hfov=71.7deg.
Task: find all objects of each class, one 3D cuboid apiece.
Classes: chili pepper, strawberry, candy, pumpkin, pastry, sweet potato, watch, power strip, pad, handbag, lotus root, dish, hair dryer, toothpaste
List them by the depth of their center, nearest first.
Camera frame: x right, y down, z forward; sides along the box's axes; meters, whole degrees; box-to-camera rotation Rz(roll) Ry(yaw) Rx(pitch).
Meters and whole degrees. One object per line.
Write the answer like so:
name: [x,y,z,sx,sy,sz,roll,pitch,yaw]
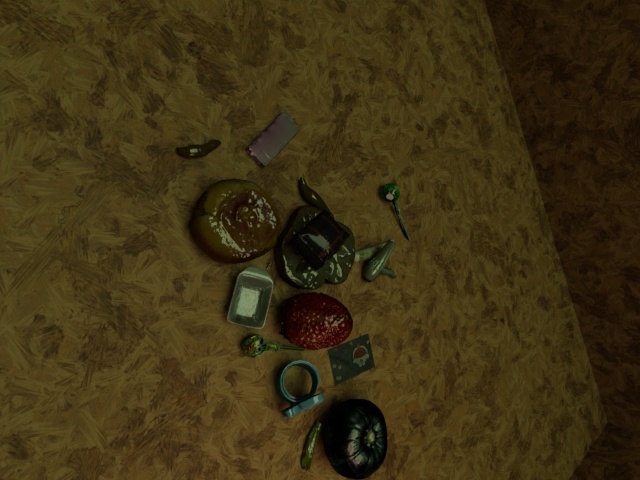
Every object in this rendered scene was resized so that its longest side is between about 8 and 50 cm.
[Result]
sweet potato: [-0.456,-0.348,1.697,0.182,0.054,0.053,-24,108,-35]
pastry: [-0.320,-0.069,1.700,0.356,0.164,0.356,6,77,-30]
dish: [-0.277,0.221,1.744,0.154,0.064,0.234,18,77,-20]
watch: [-0.094,0.590,1.787,0.211,0.211,0.193,-13,72,-34]
handbag: [0.000,0.000,1.789,0.169,0.155,0.215,46,54,-3]
strawberry: [-0.009,0.320,1.791,0.250,0.288,0.238,5,72,-54]
candy: [-0.184,0.438,1.803,0.305,0.083,0.091,19,112,-41]
chili pepper: [-0.040,0.864,1.862,0.052,0.050,0.201,18,74,7]
pumpkin: [0.140,0.838,1.876,0.315,0.238,0.315,22,58,-42]
power strip: [-0.200,-0.430,1.884,0.109,0.037,0.279,48,62,-21]
lotus root: [-0.024,0.031,1.922,0.390,0.111,0.375,-22,93,-32]
sweet potato: [-0.019,-0.174,1.965,0.059,0.069,0.249,-40,113,12]
pad: [0.147,0.547,2.041,0.245,0.006,0.170,-13,93,-35]
hair dryer: [0.319,0.098,2.115,0.225,0.088,0.219,-1,122,-36]
toothpaste: [0.248,0.058,2.130,0.314,0.058,0.056,-11,56,-37]
candy: [0.392,-0.142,2.242,0.097,0.097,0.323,-38,115,-31]

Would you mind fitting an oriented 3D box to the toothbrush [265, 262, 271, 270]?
toothbrush: [-0.242,0.160,1.812,0.011,0.014,0.167,32,68,-9]
